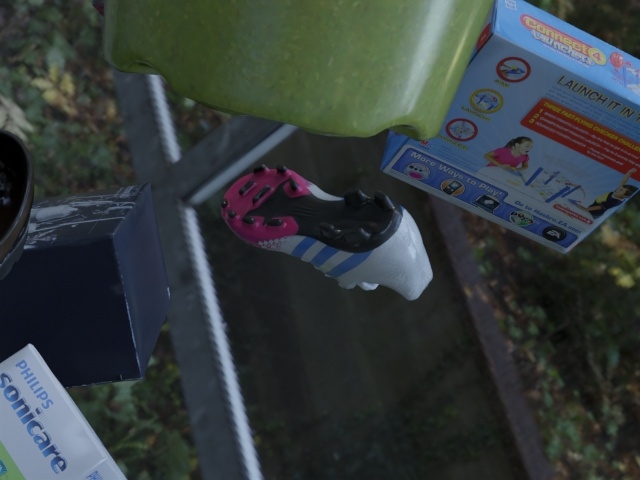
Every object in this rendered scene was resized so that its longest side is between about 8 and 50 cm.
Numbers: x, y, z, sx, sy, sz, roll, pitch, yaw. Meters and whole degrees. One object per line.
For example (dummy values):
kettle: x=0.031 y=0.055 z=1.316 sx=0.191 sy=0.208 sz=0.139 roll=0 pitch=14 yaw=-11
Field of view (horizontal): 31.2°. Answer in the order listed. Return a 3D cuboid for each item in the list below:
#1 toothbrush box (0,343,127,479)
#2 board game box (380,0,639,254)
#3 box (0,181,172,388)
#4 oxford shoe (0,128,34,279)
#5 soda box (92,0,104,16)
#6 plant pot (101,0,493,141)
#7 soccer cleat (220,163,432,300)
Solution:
toothbrush box: x=-0.306 y=0.237 z=0.936 sx=0.122 sy=0.283 sz=0.206 roll=52 pitch=-14 yaw=19
board game box: x=0.286 y=-0.144 z=1.530 sx=0.308 sy=0.302 sz=0.086 roll=24 pitch=51 yaw=-13
box: x=-0.367 y=0.060 z=1.431 sx=0.343 sy=0.313 sz=0.178 roll=-100 pitch=-178 yaw=-77
oxford shoe: x=-0.204 y=0.029 z=0.521 sx=0.083 sy=0.096 sz=0.227 roll=29 pitch=52 yaw=-8
soda box: x=-0.039 y=-0.223 z=0.876 sx=0.083 sy=0.263 sz=0.092 roll=49 pitch=37 yaw=-74
plant pot: x=0.003 y=-0.192 z=0.565 sx=0.276 sy=0.253 sz=0.276 roll=13 pitch=15 yaw=-4
soccer cleat: x=0.000 y=0.000 z=1.407 sx=0.331 sy=0.116 sz=0.143 roll=17 pitch=-32 yaw=50
